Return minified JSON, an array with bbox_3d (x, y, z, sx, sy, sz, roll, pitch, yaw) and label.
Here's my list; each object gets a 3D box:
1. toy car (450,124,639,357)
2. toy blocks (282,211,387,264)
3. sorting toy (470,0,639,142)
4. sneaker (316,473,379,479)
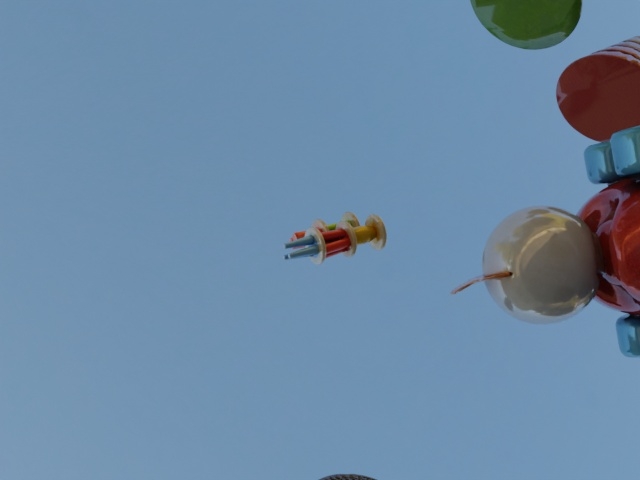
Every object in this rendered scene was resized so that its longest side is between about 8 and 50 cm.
[{"bbox_3d":[0.238,0.018,0.998,0.237,0.210,0.219,-10,-91,1],"label":"toy car"},{"bbox_3d":[0.000,0.000,1.453,0.148,0.123,0.054,-13,-80,-28],"label":"toy blocks"},{"bbox_3d":[0.262,-0.279,1.154,0.365,0.127,0.126,46,-127,-12],"label":"sorting toy"},{"bbox_3d":[0.006,0.314,1.149,0.192,0.064,0.086,8,-72,-54],"label":"sneaker"}]
